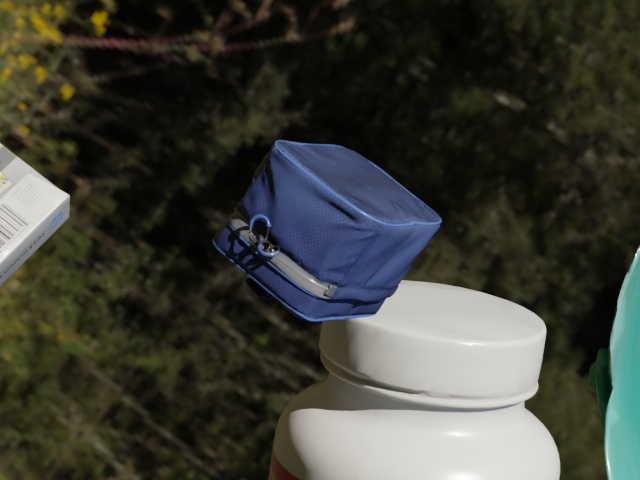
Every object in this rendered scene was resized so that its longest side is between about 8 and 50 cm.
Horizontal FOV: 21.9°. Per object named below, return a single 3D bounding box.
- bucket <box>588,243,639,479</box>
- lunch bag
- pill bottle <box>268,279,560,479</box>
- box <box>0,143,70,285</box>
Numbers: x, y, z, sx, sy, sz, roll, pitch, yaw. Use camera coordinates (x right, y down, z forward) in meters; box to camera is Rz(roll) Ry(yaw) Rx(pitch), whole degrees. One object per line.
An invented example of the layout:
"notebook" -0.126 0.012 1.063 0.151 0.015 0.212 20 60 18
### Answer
"bucket" 0.229 0.045 0.530 0.281 0.281 0.183 -62 173 10
"lunch bag" 0.000 0.000 0.740 0.065 0.067 0.098 -58 155 16
"pill bottle" 0.065 0.249 1.321 0.229 0.229 0.408 -18 118 -62
"box" -0.280 -0.029 1.076 0.145 0.186 0.038 -49 170 -26
